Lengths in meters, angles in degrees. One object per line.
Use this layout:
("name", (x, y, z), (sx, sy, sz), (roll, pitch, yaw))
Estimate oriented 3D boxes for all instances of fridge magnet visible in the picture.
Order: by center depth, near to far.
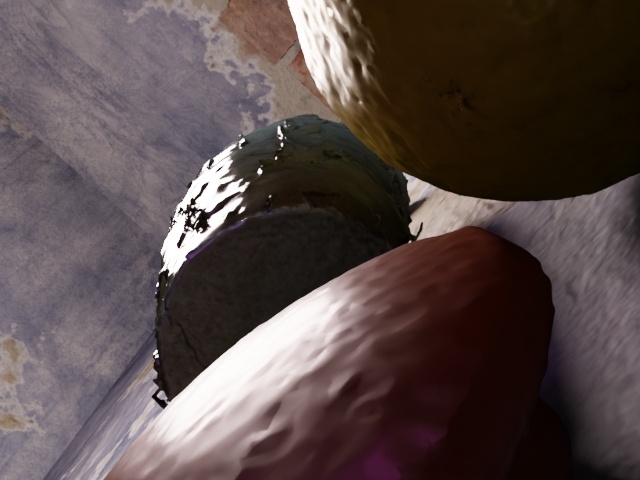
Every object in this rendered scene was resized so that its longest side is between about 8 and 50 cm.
("fridge magnet", (-0.023, 0.144, 0.501), (0.363, 0.155, 0.363), (-47, 7, 8))

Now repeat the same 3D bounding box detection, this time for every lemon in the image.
("lemon", (0.127, -0.177, 0.696), (0.336, 0.336, 0.336), (-47, 7, 8))

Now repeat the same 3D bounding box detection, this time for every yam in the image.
("yam", (-0.021, 0.029, 0.920), (0.241, 0.241, 0.348), (-47, 9, 10))
